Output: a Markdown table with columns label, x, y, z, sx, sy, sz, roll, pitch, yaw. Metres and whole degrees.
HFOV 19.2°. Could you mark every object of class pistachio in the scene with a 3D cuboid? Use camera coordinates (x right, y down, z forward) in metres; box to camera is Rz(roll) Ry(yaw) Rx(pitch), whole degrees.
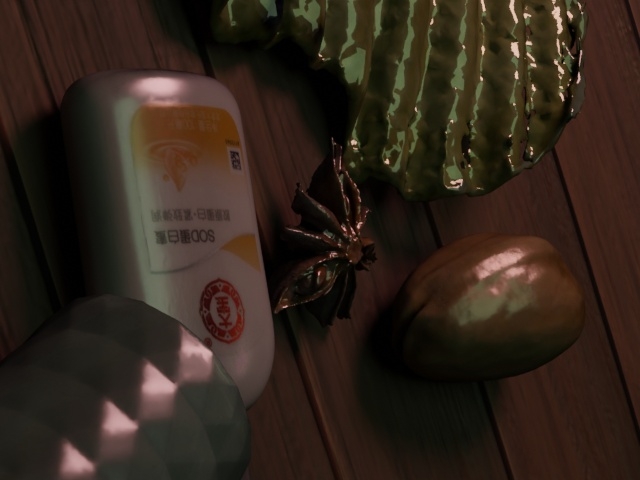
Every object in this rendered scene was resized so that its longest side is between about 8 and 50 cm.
| label | x | y | z | sx | sy | sz | roll | pitch | yaw |
| --- | --- | --- | --- | --- | --- | --- | --- | --- | --- |
| pistachio | 0.121 | 0.051 | 1.400 | 0.185 | 0.126 | 0.108 | -1 | 36 | -47 |

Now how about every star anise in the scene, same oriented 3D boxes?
| label | x | y | z | sx | sy | sz | roll | pitch | yaw |
| --- | --- | --- | --- | --- | --- | --- | --- | --- | --- |
| star anise | -0.004 | 0.010 | 1.293 | 0.129 | 0.056 | 0.124 | -56 | 141 | -40 |

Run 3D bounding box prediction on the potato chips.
| label | x | y | z | sx | sy | sz | roll | pitch | yaw |
| --- | --- | --- | --- | --- | --- | --- | --- | --- | --- |
| potato chips | 0.060 | -0.239 | 1.422 | 0.373 | 0.097 | 0.389 | 40 | 51 | -28 |

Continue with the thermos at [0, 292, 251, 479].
| label | x | y | z | sx | sy | sz | roll | pitch | yaw |
| --- | --- | --- | --- | --- | --- | --- | --- | --- | --- |
| thermos | -0.166 | 0.168 | 0.994 | 0.286 | 0.145 | 0.182 | -45 | 147 | -45 |

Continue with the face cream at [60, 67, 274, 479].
| label | x | y | z | sx | sy | sz | roll | pitch | yaw |
| --- | --- | --- | --- | --- | --- | --- | --- | --- | --- |
| face cream | -0.087 | 0.041 | 1.171 | 0.144 | 0.071 | 0.291 | 3 | 76 | -50 |
